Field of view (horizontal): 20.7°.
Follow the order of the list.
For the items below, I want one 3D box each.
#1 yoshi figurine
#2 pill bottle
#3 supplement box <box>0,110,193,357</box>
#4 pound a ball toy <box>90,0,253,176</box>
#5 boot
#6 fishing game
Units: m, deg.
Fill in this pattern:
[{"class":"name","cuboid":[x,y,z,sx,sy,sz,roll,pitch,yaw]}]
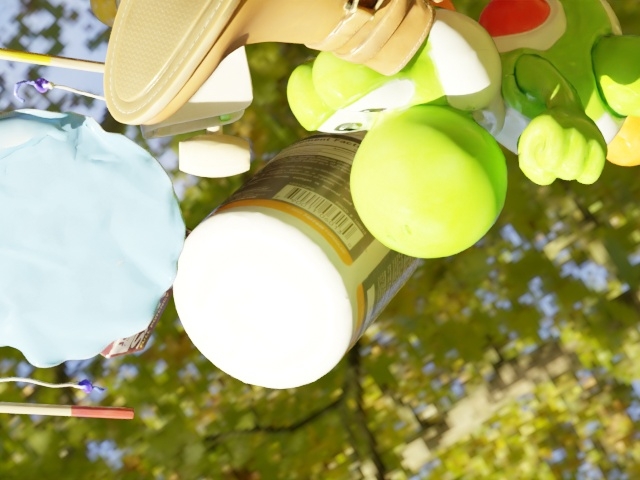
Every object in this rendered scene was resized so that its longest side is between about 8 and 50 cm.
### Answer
[{"class":"yoshi figurine","cuboid":[0.145,-0.073,1.288,0.362,0.203,0.203,-5,-142,-33]},{"class":"pill bottle","cuboid":[0.000,0.000,1.515,0.162,0.162,0.278,50,-148,-3]},{"class":"supplement box","cuboid":[-0.244,-0.009,1.626,0.239,0.130,0.073,33,-165,19]},{"class":"pound a ball toy","cuboid":[-0.158,-0.218,1.751,0.136,0.208,0.319,-11,-90,-6]},{"class":"boot","cuboid":[-0.011,-0.118,0.900,0.073,0.197,0.152,36,-178,42]},{"class":"fishing game","cuboid":[-0.188,-0.002,1.188,0.189,0.264,0.041,3,-161,-12]}]
